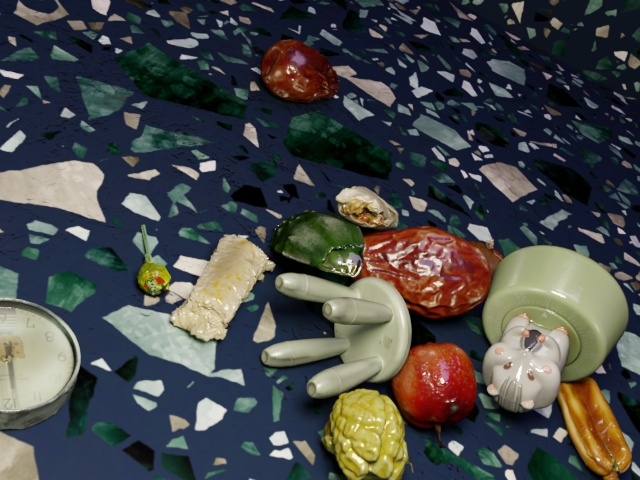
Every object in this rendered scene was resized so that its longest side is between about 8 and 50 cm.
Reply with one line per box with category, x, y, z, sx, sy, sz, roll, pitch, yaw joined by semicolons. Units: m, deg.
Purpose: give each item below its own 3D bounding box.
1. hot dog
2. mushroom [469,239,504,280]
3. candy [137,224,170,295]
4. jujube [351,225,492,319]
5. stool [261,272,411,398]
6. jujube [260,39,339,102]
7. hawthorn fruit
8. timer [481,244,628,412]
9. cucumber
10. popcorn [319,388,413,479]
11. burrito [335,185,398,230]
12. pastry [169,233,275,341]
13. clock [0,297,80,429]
hot dog;0.546;0.375;1.640;0.100;0.068;0.250;-3;39;-4
mushroom;0.384;0.053;1.897;0.135;0.080;0.171;36;40;-7
candy;-0.321;0.030;1.517;0.058;0.062;0.194;-28;41;3
jujube;0.209;0.066;1.690;0.290;0.197;0.197;11;40;-3
stool;0.030;0.166;1.440;0.198;0.195;0.195;-1;17;-40
jujube;-0.047;-0.436;2.136;0.236;0.168;0.168;12;38;-46
hawthorn fruit;0.212;0.283;1.484;0.156;0.157;0.194;9;60;-24
timer;0.429;0.209;1.613;0.290;0.291;0.315;35;48;8
cucumber;-0.002;-0.002;1.571;0.145;0.105;0.325;13;6;-16
popcorn;0.084;0.335;1.337;0.142;0.174;0.174;-16;53;-16
burrito;0.109;-0.065;1.738;0.117;0.076;0.392;31;6;9
pastry;-0.184;0.082;1.510;0.121;0.089;0.258;20;34;9
clock;-0.483;0.182;1.236;0.225;0.049;0.226;17;38;-14
